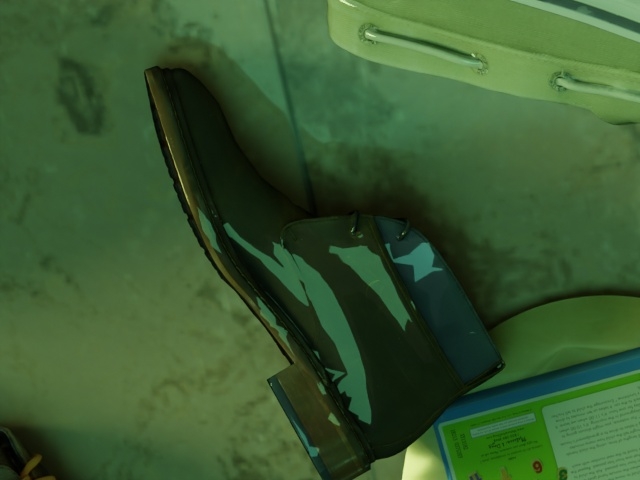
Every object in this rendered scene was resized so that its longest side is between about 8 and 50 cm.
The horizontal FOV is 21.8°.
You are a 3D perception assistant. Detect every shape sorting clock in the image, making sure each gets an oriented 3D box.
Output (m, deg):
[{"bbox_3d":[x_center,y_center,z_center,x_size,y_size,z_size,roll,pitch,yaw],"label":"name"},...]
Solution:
[{"bbox_3d":[0.141,0.129,0.811,0.206,0.040,0.206,-1,86,16],"label":"shape sorting clock"}]

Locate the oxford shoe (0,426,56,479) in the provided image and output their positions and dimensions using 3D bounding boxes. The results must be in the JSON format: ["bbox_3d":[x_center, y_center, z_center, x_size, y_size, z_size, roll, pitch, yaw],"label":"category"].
[{"bbox_3d":[-0.157,0.181,0.863,0.364,0.130,0.132,20,107,0],"label":"oxford shoe"}]

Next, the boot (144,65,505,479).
[{"bbox_3d":[0.000,0.000,0.799,0.106,0.082,0.219,-26,95,-5],"label":"boot"}]

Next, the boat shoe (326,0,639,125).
[{"bbox_3d":[0.144,-0.096,0.718,0.302,0.109,0.094,19,129,14],"label":"boat shoe"}]
